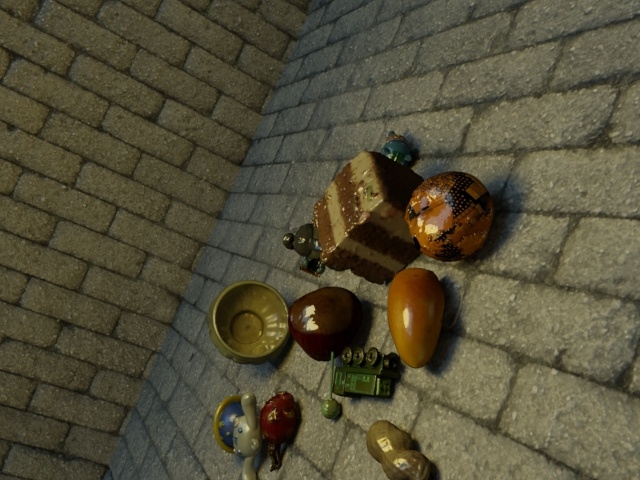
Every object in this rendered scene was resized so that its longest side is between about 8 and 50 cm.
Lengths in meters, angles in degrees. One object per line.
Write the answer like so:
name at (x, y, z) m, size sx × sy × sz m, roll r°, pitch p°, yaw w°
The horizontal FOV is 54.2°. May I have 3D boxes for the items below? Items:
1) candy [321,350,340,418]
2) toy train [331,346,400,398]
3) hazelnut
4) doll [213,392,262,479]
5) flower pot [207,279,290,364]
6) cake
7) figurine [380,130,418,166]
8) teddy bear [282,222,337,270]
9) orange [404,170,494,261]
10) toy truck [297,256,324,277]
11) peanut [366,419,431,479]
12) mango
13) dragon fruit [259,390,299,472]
candy at (0.032, 0.415, 1.795) m, size 0.061 × 0.061 × 0.202 m, roll -160°, pitch 70°, yaw -64°
toy train at (0.124, 0.364, 1.704) m, size 0.226 × 0.090 × 0.137 m, roll -15°, pitch 61°, yaw 58°
hazelnut at (0.023, 0.245, 1.872) m, size 0.229 × 0.230 × 0.229 m, roll -43°, pitch 33°, yaw 37°
doll at (-0.248, 0.664, 2.098) m, size 0.243 × 0.160 × 0.310 m, roll -15°, pitch 77°, yaw 42°
flower pot at (-0.259, 0.307, 2.263) m, size 0.244 × 0.308 × 0.307 m, roll 125°, pitch 161°, yaw -67°
cake at (0.162, -0.064, 1.811) m, size 0.290 × 0.282 × 0.255 m, roll -42°, pitch 40°, yaw 32°
figurine at (0.239, -0.280, 2.057) m, size 0.144 × 0.114 × 0.178 m, roll -55°, pitch 15°, yaw 35°
teddy bear at (0.017, 0.006, 2.078) m, size 0.171 × 0.251 × 0.144 m, roll 12°, pitch 79°, yaw 49°
orange at (0.329, -0.061, 1.580) m, size 0.234 × 0.182 × 0.234 m, roll -32°, pitch 46°, yaw 42°
toy truck at (-0.011, 0.031, 2.268) m, size 0.177 × 0.080 × 0.115 m, roll -64°, pitch 16°, yaw 5°
peanut at (0.180, 0.503, 1.469) m, size 0.104 × 0.085 × 0.228 m, roll -45°, pitch 27°, yaw -2°
mango at (0.238, 0.198, 1.577) m, size 0.257 × 0.138 × 0.187 m, roll -89°, pitch 22°, yaw -51°
dragon fruit at (-0.134, 0.600, 1.965) m, size 0.126 × 0.125 × 0.245 m, roll 6°, pitch 88°, yaw 49°
